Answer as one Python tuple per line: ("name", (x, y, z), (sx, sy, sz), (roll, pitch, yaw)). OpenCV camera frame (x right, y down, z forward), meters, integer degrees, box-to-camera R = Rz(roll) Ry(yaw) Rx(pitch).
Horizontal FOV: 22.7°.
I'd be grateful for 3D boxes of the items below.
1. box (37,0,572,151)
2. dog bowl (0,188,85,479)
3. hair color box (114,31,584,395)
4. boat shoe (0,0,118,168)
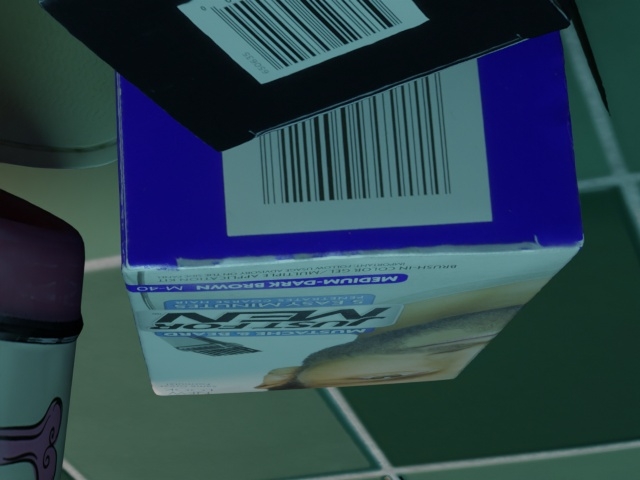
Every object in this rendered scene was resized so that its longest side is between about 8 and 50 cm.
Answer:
("box", (-0.003, -0.160, 0.578), (0.153, 0.207, 0.108), (-17, 144, 29))
("dog bowl", (-0.294, 0.006, 0.754), (0.408, 0.150, 0.408), (22, -179, -1))
("hair color box", (0.000, 0.000, 0.786), (0.185, 0.110, 0.339), (-3, 168, -4))
("boat shoe", (-0.242, -0.118, 0.757), (0.340, 0.127, 0.113), (14, 174, -27))
